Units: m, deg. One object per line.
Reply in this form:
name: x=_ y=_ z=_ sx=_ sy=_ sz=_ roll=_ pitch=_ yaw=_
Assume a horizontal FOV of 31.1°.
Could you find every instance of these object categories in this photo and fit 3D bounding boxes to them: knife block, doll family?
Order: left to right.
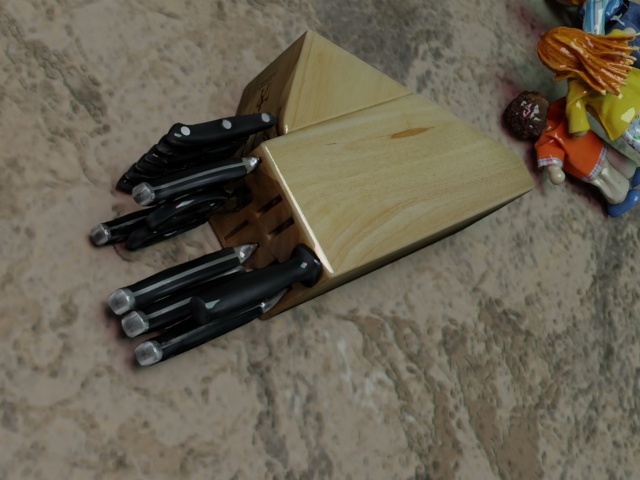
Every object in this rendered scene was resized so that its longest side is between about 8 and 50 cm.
knife block: x=0.000 y=0.000 z=0.749 sx=0.275 sy=0.088 sz=0.242 roll=27 pitch=56 yaw=-23
doll family: x=0.250 y=-0.163 z=0.983 sx=0.163 sy=0.118 sz=0.263 roll=36 pitch=53 yaw=-17
